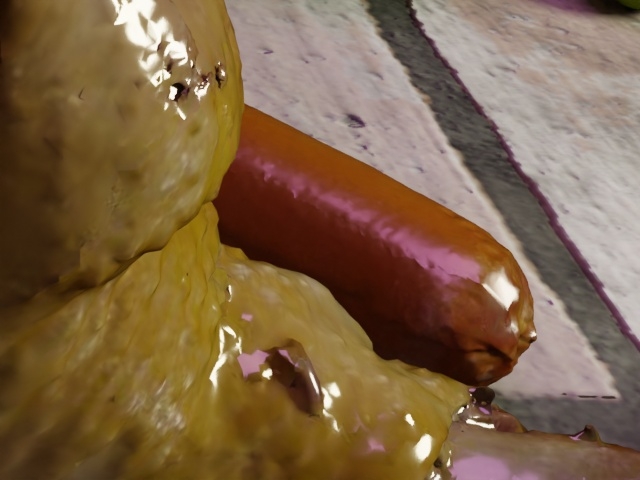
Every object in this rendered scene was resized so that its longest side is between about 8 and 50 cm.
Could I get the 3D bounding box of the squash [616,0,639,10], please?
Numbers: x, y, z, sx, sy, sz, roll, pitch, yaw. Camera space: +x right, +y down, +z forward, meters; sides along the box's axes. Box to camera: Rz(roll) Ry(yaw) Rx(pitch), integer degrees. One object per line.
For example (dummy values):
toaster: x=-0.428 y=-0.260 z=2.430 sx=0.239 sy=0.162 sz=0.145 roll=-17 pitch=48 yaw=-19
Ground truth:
squash: x=0.212 y=-0.206 z=1.180 sx=0.095 sy=0.095 sz=0.188 roll=7 pitch=31 yaw=-8

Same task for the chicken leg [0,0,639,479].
chicken leg: x=-0.059 y=0.024 z=0.491 sx=0.409 sy=0.295 sz=0.182 roll=20 pitch=46 yaw=-7

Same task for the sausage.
sausage: x=0.000 y=0.000 z=0.728 sx=0.198 sy=0.076 sz=0.076 roll=27 pitch=32 yaw=25
